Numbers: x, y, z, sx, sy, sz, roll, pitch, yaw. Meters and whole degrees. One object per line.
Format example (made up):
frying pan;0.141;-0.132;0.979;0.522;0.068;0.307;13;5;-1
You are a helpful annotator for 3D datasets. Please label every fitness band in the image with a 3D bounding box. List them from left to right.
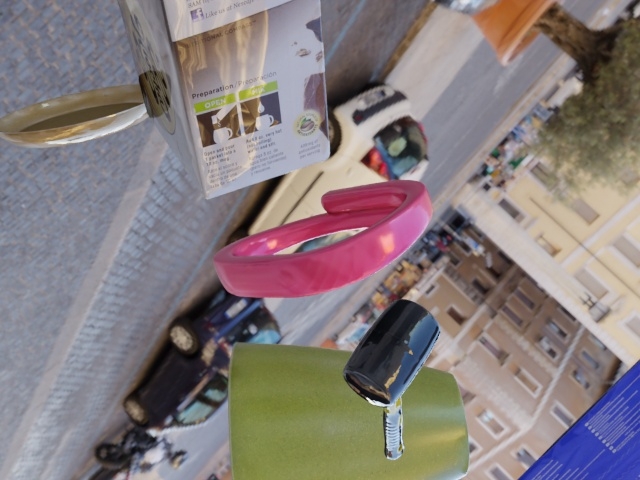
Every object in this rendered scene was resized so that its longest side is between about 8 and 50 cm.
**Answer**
fitness band;0.000;0.000;0.810;0.209;0.054;0.290;-34;-163;-35

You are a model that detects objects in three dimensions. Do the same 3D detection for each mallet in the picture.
mallet;0.055;0.104;0.488;0.062;0.039;0.190;-53;155;-19

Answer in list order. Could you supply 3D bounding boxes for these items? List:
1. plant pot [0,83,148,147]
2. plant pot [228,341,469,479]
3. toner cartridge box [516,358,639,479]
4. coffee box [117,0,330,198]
plant pot;-0.335;-0.175;0.991;0.236;0.236;0.032;-36;125;-46
plant pot;0.041;0.263;0.953;0.293;0.275;0.275;-5;168;-1
toner cartridge box;0.420;0.321;0.992;0.348;0.165;0.075;-44;151;2
coffee box;-0.086;-0.207;0.527;0.118;0.168;0.297;-21;133;-18
